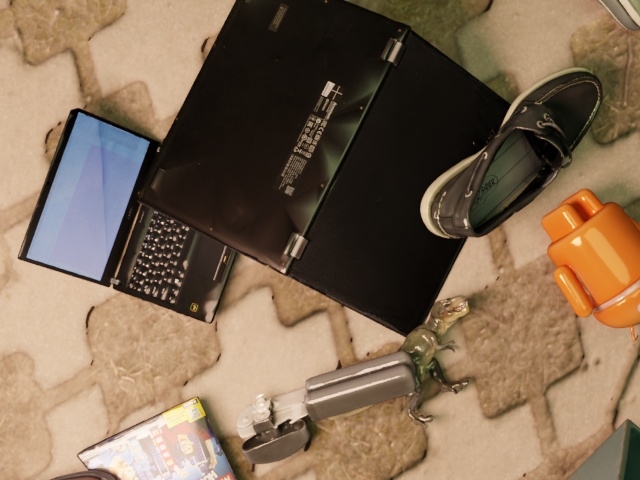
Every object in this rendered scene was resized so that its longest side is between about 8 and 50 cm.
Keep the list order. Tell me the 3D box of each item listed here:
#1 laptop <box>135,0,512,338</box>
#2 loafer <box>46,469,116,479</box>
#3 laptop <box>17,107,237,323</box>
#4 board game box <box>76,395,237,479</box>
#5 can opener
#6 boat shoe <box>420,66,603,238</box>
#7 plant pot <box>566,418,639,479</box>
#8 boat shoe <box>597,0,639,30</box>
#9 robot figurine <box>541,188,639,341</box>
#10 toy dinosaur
[{"bbox_3d":[0.021,-0.123,1.663,0.407,0.236,0.382,26,86,20],"label":"laptop"},{"bbox_3d":[-0.430,0.399,1.605,0.302,0.095,0.109,-20,93,13],"label":"loafer"},{"bbox_3d":[-0.254,-0.034,1.635,0.264,0.136,0.234,19,87,15],"label":"laptop"},{"bbox_3d":[-0.223,0.353,1.654,0.194,0.060,0.194,-25,88,-2],"label":"board game box"},{"bbox_3d":[0.009,0.235,1.639,0.280,0.074,0.093,-22,116,13],"label":"can opener"},{"bbox_3d":[0.297,-0.122,1.625,0.340,0.113,0.127,-36,114,-13],"label":"boat shoe"},{"bbox_3d":[0.408,0.448,1.562,0.248,0.247,0.252,46,114,2],"label":"plant pot"},{"bbox_3d":[0.376,-0.433,1.699,0.319,0.116,0.099,51,131,-4],"label":"boat shoe"},{"bbox_3d":[0.416,0.032,1.639,0.128,0.158,0.219,-37,87,27],"label":"robot figurine"},{"bbox_3d":[0.141,0.201,1.666,0.118,0.064,0.268,45,94,4],"label":"toy dinosaur"}]
